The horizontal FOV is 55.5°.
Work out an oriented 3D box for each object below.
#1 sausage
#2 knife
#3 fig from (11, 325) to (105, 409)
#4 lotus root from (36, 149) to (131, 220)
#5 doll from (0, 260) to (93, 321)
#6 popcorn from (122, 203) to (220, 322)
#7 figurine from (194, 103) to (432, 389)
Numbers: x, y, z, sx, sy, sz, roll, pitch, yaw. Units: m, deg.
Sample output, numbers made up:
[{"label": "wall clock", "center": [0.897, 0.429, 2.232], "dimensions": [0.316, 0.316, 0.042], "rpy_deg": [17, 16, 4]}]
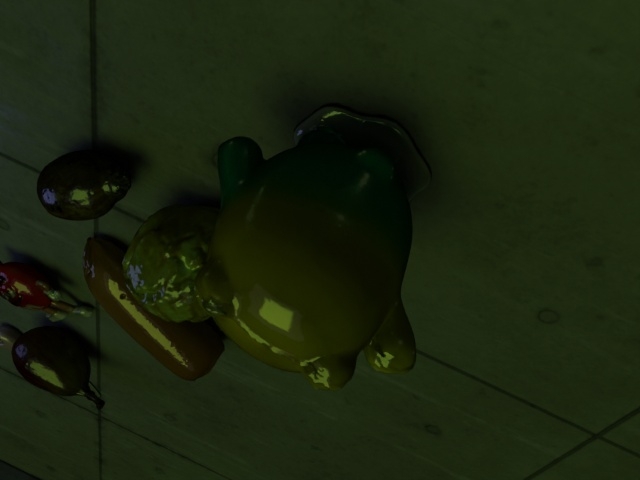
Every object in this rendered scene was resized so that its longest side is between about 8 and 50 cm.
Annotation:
[{"label": "sausage", "center": [-0.350, 0.137, 1.219], "dimensions": [0.354, 0.116, 0.134], "rpy_deg": [45, 145, -14]}, {"label": "knife", "center": [-0.740, 0.335, 1.676], "dimensions": [0.336, 0.043, 0.081], "rpy_deg": [38, 131, -21]}, {"label": "fig", "center": [-0.630, 0.323, 1.503], "dimensions": [0.274, 0.145, 0.170], "rpy_deg": [35, 140, 12]}, {"label": "lotus root", "center": [-0.390, -0.092, 1.000], "dimensions": [0.210, 0.120, 0.120], "rpy_deg": [-5, 129, 34]}, {"label": "doll", "center": [-0.640, 0.117, 1.364], "dimensions": [0.183, 0.085, 0.217], "rpy_deg": [-9, 136, 34]}, {"label": "popcorn", "center": [-0.214, 0.037, 0.988], "dimensions": [0.221, 0.204, 0.183], "rpy_deg": [10, 137, 38]}, {"label": "figurine", "center": [0.000, 0.000, 0.731], "dimensions": [0.324, 0.340, 0.231], "rpy_deg": [33, 138, -9]}]
